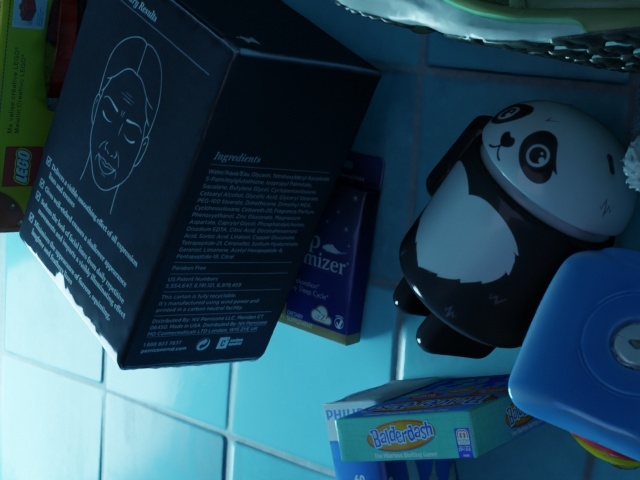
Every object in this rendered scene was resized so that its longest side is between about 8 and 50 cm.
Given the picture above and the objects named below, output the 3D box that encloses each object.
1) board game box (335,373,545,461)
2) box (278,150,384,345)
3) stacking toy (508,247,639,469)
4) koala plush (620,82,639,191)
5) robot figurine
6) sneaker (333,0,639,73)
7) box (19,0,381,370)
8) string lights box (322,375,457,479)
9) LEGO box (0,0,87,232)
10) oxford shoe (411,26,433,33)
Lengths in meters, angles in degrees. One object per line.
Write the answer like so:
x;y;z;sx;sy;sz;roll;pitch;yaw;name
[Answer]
0.141;0.177;1.131;0.160;0.210;0.047;-11;89;38;board game box
0.000;0.000;1.330;0.136;0.036;0.225;16;104;36;box
0.283;0.149;1.005;0.175;0.302;0.165;21;70;23;stacking toy
0.357;-0.129;0.944;0.203;0.196;0.221;47;119;0;koala plush
0.185;-0.007;1.095;0.209;0.173;0.278;38;119;8;robot figurine
0.160;-0.249;0.909;0.410;0.158;0.182;25;109;45;sneaker
-0.157;-0.095;1.298;0.293;0.212;0.395;44;121;39;box
0.091;0.293;1.233;0.077;0.133;0.259;-10;90;39;string lights box
-0.441;-0.302;1.506;0.372;0.193;0.500;23;109;42;LEGO box
0.227;-0.298;1.054;0.397;0.140;0.146;-35;82;38;oxford shoe
